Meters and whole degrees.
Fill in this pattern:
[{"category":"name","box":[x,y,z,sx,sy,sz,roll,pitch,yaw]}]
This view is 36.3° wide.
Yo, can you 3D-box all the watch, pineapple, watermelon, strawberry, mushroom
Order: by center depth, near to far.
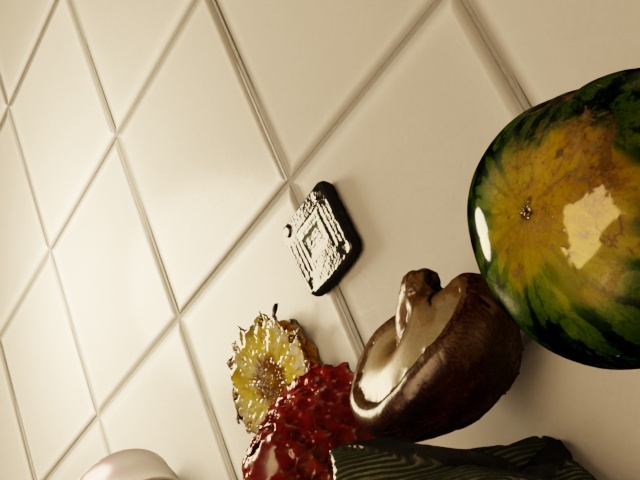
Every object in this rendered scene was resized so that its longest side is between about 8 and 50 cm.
[{"category":"watermelon","box":[0.260,-0.019,0.834,0.269,0.269,0.269,4,95,52]},{"category":"mushroom","box":[0.131,0.137,1.072,0.231,0.138,0.194,-33,39,61]},{"category":"strawberry","box":[-0.024,0.265,1.246,0.234,0.178,0.233,-4,83,36]},{"category":"pineapple","box":[-0.062,0.198,1.425,0.221,0.047,0.221,5,97,48]},{"category":"watch","box":[-0.323,0.483,1.609,0.196,0.244,0.231,33,124,47]}]

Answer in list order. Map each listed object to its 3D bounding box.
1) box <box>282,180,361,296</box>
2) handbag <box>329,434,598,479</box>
[{"category":"box","box":[0.000,0.000,1.343,0.126,0.027,0.125,-51,54,41]},{"category":"handbag","box":[0.145,0.330,0.955,0.240,0.341,0.247,-127,42,-60]}]
